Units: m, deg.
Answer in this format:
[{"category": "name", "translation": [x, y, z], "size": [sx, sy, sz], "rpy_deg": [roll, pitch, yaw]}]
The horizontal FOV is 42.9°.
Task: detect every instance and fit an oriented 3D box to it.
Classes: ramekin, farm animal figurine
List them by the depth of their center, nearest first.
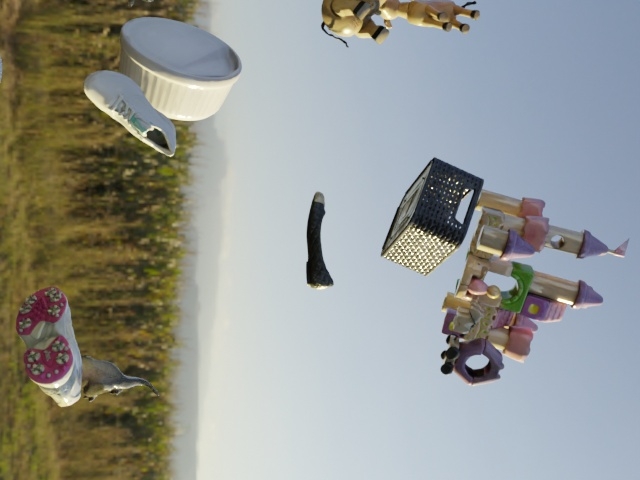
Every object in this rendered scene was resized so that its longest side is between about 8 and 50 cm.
[{"category": "farm animal figurine", "translation": [0.124, -0.489, 1.529], "size": [0.172, 0.327, 0.330], "rpy_deg": [35, -19, 47]}, {"category": "ramekin", "translation": [-0.320, -0.374, 1.802], "size": [0.272, 0.273, 0.127], "rpy_deg": [-105, -148, -51]}]

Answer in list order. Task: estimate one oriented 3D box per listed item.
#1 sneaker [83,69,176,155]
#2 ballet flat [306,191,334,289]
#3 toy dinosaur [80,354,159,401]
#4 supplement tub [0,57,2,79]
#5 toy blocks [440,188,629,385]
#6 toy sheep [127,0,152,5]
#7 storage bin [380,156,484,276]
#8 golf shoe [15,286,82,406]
[{"category": "sneaker", "translation": [-0.348, -0.235, 1.527], "size": [0.080, 0.212, 0.094], "rpy_deg": [-42, -142, 14]}, {"category": "ballet flat", "translation": [0.000, 0.000, 1.431], "size": [0.057, 0.049, 0.173], "rpy_deg": [57, 34, -85]}, {"category": "toy dinosaur", "translation": [-0.528, 0.309, 1.860], "size": [0.121, 0.314, 0.160], "rpy_deg": [-60, 179, -28]}, {"category": "supplement tub", "translation": [-0.641, -0.294, 1.341], "size": [0.144, 0.200, 0.144], "rpy_deg": [-30, 127, -53]}, {"category": "toy blocks", "translation": [0.375, 0.096, 1.447], "size": [0.309, 0.260, 0.288], "rpy_deg": [-63, 169, -71]}, {"category": "toy sheep", "translation": [-0.339, -0.471, 1.431], "size": [0.132, 0.091, 0.091], "rpy_deg": [47, 23, -42]}, {"category": "storage bin", "translation": [0.168, -0.033, 1.250], "size": [0.180, 0.084, 0.122], "rpy_deg": [124, -10, -68]}, {"category": "golf shoe", "translation": [-0.574, 0.226, 1.740], "size": [0.306, 0.115, 0.140], "rpy_deg": [-116, -169, -49]}]
